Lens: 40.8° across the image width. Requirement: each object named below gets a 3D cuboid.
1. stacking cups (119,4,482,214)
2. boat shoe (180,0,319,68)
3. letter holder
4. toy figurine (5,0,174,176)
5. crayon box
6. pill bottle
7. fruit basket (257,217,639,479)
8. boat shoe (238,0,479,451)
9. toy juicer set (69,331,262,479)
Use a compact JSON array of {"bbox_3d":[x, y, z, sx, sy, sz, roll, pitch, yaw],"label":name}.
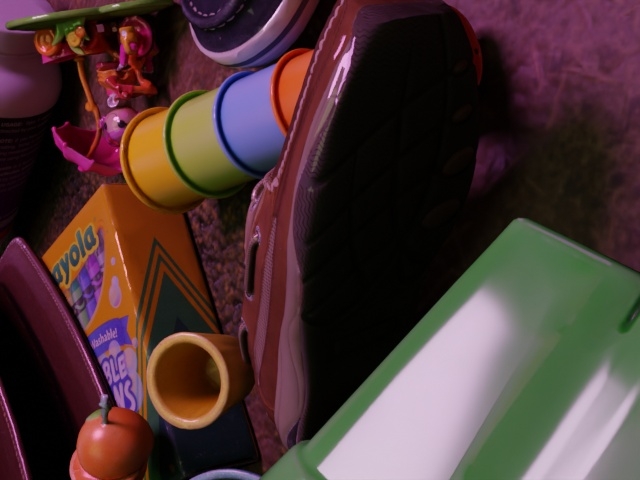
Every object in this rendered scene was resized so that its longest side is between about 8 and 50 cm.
[{"bbox_3d":[-0.027,-0.084,0.628,0.316,0.096,0.095,-9,85,47],"label":"stacking cups"},{"bbox_3d":[-0.078,-0.380,0.627,0.187,0.156,0.499,8,98,47],"label":"boat shoe"},{"bbox_3d":[-0.326,0.148,0.780,0.214,0.152,0.302,-52,54,20],"label":"letter holder"},{"bbox_3d":[-0.206,-0.143,0.838,0.173,0.130,0.159,-3,104,25],"label":"toy figurine"},{"bbox_3d":[-0.189,0.089,0.822,0.203,0.083,0.322,-39,63,42],"label":"crayon box"},{"bbox_3d":[-0.411,-0.140,0.992,0.181,0.182,0.323,55,129,32],"label":"pill bottle"},{"bbox_3d":[0.126,0.217,0.313,0.392,0.283,0.391,-14,68,39],"label":"fruit basket"},{"bbox_3d":[0.000,0.000,0.536,0.120,0.123,0.323,42,134,39],"label":"boat shoe"},{"bbox_3d":[-0.084,0.246,0.620,0.209,0.089,0.329,-32,79,21],"label":"toy juicer set"}]
